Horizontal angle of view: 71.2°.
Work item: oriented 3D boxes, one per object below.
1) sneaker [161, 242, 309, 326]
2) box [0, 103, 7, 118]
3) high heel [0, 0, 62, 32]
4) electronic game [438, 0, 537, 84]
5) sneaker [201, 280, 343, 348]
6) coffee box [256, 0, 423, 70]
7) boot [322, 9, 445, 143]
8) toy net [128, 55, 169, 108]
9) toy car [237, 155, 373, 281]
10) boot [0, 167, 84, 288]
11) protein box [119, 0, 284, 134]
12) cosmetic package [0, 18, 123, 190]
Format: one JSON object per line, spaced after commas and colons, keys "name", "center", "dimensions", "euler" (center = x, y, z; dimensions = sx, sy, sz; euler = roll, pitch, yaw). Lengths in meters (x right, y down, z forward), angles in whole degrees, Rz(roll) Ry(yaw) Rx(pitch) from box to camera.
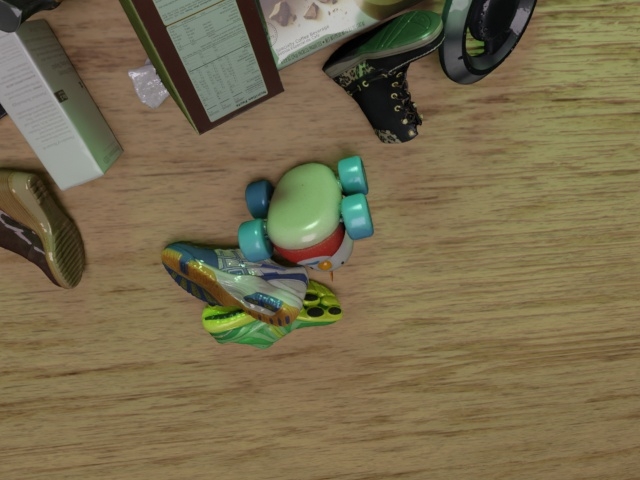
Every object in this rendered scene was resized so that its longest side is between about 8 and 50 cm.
{"name": "sneaker", "center": [-0.166, 0.064, 0.899], "dimensions": [0.296, 0.131, 0.112], "euler": [23, 142, 3]}
{"name": "box", "center": [-0.577, -0.254, 0.703], "dimensions": [0.116, 0.029, 0.162], "euler": [-29, 117, 10]}
{"name": "high heel", "center": [-0.320, -0.393, 0.554], "dimensions": [0.261, 0.186, 0.093], "euler": [-40, 127, 23]}
{"name": "electronic game", "center": [0.264, -0.358, 0.693], "dimensions": [0.229, 0.048, 0.229], "euler": [-29, 141, -27]}
{"name": "sneaker", "center": [-0.100, 0.161, 0.965], "dimensions": [0.295, 0.110, 0.124], "euler": [-5, 138, -4]}
{"name": "coffee box", "center": [0.022, -0.393, 0.654], "dimensions": [0.296, 0.119, 0.168], "euler": [-23, 120, 4]}
{"name": "boot", "center": [0.127, -0.245, 0.707], "dimensions": [0.178, 0.236, 0.085], "euler": [46, 69, -30]}
{"name": "toy net", "center": [-0.237, -0.325, 0.705], "dimensions": [0.122, 0.045, 0.232], "euler": [-1, 125, -35]}
{"name": "toy car", "center": [0.000, 0.000, 0.834], "dimensions": [0.219, 0.210, 0.238], "euler": [-13, 133, 12]}
{"name": "boot", "center": [-0.570, -0.015, 0.820], "dimensions": [0.206, 0.090, 0.249], "euler": [-3, 121, 8]}
{"name": "protein box", "center": [-0.172, -0.291, 0.596], "dimensions": [0.135, 0.200, 0.201], "euler": [-30, 137, -11]}
{"name": "cosmetic package", "center": [-0.416, -0.209, 0.699], "dimensions": [0.085, 0.117, 0.231], "euler": [-20, 120, 5]}
